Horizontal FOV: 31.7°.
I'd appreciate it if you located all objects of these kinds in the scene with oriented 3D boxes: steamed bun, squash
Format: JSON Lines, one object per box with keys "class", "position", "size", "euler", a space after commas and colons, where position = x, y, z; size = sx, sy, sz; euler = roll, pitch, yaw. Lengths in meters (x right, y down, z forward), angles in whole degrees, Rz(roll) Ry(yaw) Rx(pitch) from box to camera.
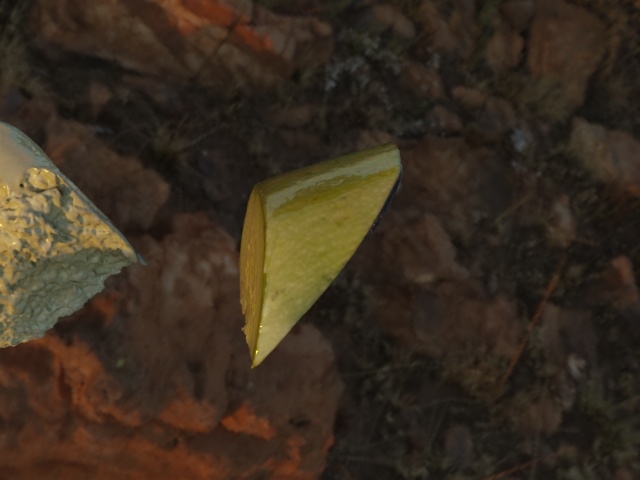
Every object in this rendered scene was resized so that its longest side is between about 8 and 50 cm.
{"class": "steamed bun", "position": [-0.445, 0.003, 1.575], "size": [0.272, 0.290, 0.273], "euler": [-41, 58, -12]}
{"class": "squash", "position": [0.000, 0.000, 1.198], "size": [0.155, 0.204, 0.237], "euler": [4, 24, -12]}
